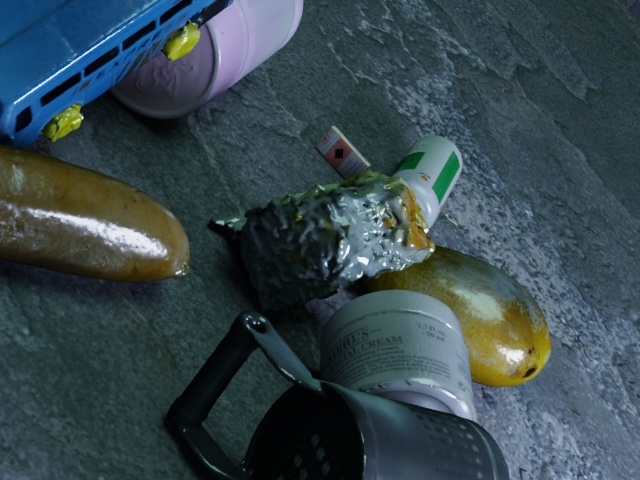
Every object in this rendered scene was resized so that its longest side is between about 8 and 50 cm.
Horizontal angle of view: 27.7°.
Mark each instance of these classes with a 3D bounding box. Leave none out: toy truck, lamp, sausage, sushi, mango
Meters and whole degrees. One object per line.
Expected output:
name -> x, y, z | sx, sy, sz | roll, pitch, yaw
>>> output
toy truck -> -0.272, -0.260, 1.520 | 0.385, 0.162, 0.161 | -38, 80, -20
lamp -> 0.057, 0.258, 1.352 | 0.272, 0.205, 0.374 | 4, 41, -50
sausage -> -0.347, -0.039, 1.353 | 0.501, 0.123, 0.136 | 10, 45, -42
sushi -> 0.000, 0.000, 1.617 | 0.184, 0.274, 0.139 | -20, 93, -52
mango -> 0.171, 0.080, 1.760 | 0.316, 0.146, 0.193 | 38, 23, 7

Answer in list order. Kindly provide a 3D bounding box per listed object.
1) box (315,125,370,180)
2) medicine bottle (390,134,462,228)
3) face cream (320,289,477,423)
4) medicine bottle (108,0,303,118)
box -> 0.033, -0.128, 1.958 | 0.083, 0.046, 0.012 | 48, 31, 10
medicine bottle -> 0.148, -0.076, 1.974 | 0.095, 0.095, 0.260 | 40, 29, -3
face cream -> 0.089, 0.170, 1.519 | 0.177, 0.177, 0.153 | 27, 34, -23
medicine bottle -> -0.167, -0.310, 1.814 | 0.202, 0.202, 0.316 | 41, 30, 0
